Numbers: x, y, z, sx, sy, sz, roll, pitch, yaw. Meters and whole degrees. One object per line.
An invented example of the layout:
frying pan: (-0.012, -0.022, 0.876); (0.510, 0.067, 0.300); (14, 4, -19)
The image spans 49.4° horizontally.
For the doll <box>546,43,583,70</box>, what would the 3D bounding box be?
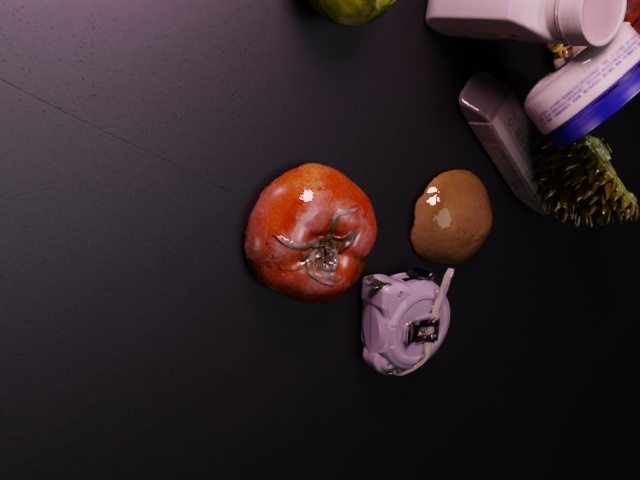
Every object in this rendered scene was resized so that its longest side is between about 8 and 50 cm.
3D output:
doll: (0.525, -0.346, 1.386); (0.129, 0.081, 0.207); (-42, 134, 18)

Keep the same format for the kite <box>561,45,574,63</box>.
kite: (0.510, -0.294, 1.372); (0.198, 0.006, 0.244); (-24, 141, 8)

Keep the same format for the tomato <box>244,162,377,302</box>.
tomato: (0.000, 0.000, 1.104); (0.237, 0.095, 0.236); (-13, 113, -33)

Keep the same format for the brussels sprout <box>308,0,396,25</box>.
brussels sprout: (0.036, -0.377, 0.991); (0.149, 0.122, 0.151); (4, 68, -43)

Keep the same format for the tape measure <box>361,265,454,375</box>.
tape measure: (0.160, 0.143, 1.265); (0.179, 0.105, 0.195); (-18, 114, -32)

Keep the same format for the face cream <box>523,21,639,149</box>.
face cream: (0.433, -0.251, 1.122); (0.206, 0.206, 0.111); (-39, 90, -20)

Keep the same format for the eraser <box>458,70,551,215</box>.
eraser: (0.374, -0.181, 1.343); (0.352, 0.061, 0.089); (44, 75, -38)

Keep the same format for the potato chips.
potato chips: (0.263, -0.035, 1.312); (0.195, 0.062, 0.208); (-52, 126, -13)

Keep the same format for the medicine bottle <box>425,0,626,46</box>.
medicine bottle: (0.313, -0.363, 1.085); (0.161, 0.296, 0.111); (-6, 108, -36)

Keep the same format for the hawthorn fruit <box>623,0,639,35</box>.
hawthorn fruit: (0.654, -0.457, 1.347); (0.308, 0.276, 0.275); (-1, 107, -14)

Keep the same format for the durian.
durian: (0.515, -0.160, 1.328); (0.394, 0.163, 0.198); (48, 68, -26)
